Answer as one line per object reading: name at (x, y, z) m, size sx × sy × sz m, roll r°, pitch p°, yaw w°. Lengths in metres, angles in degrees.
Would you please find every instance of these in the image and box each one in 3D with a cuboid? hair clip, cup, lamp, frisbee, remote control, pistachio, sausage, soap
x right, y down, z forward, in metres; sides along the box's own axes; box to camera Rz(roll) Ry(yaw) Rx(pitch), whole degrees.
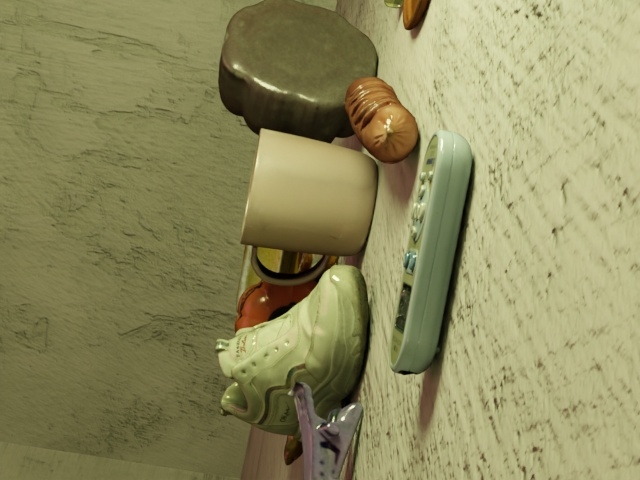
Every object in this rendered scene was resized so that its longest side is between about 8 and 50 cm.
hair clip at (0.009, 0.323, 1.438) m, size 0.137 × 0.090 × 0.278 m, roll 134°, pitch 140°, yaw -58°
cup at (-0.024, -0.042, 1.793) m, size 0.191 × 0.200 × 0.252 m, roll -97°, pitch 18°, yaw -73°
lamp at (-0.066, 0.150, 2.001) m, size 0.164 × 0.188 × 0.187 m, roll 169°, pitch 111°, yaw -85°
frisbee at (0.154, -0.431, 1.590) m, size 0.251 × 0.021 × 0.250 m, roll -170°, pitch 90°, yaw -84°
remote control at (0.108, 0.013, 1.073) m, size 0.087 × 0.047 × 0.244 m, roll -158°, pitch 78°, yaw -82°
pistachio at (-0.038, 0.343, 2.073) m, size 0.089 × 0.049 × 0.172 m, roll 64°, pitch -153°, yaw -58°
sausage at (0.083, -0.174, 1.548) m, size 0.433 × 0.088 × 0.087 m, roll -96°, pitch 17°, yaw -75°
soap at (-0.077, 0.008, 2.339) m, size 0.259 × 0.143 × 0.281 m, roll -29°, pitch -46°, yaw -65°

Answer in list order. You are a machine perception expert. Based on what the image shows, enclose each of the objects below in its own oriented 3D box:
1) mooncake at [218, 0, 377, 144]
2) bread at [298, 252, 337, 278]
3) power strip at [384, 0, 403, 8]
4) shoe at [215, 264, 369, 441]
mooncake at (-0.046, -0.310, 2.049) m, size 0.154 × 0.306 × 0.306 m, roll 104°, pitch 174°, yaw -48°
bread at (0.000, 0.000, 2.181) m, size 0.160 × 0.073 × 0.160 m, roll -170°, pitch 90°, yaw -86°
power strip at (0.137, -0.509, 1.849) m, size 0.092 × 0.034 × 0.268 m, roll 105°, pitch 173°, yaw -51°
shoe at (-0.049, 0.169, 1.602) m, size 0.132 × 0.211 × 0.342 m, roll -86°, pitch 8°, yaw -51°
